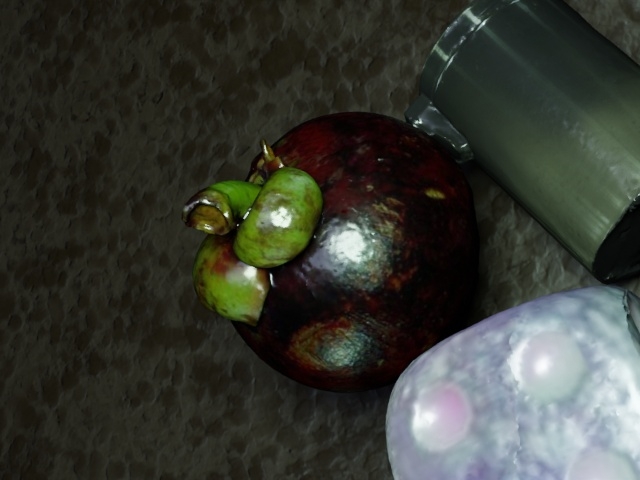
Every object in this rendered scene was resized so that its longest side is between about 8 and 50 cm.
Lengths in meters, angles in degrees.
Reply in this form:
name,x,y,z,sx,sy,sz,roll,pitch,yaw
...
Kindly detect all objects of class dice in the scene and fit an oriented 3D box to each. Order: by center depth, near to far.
name,x,y,z,sx,sy,sz,roll,pitch,yaw
dice,0.244,0.216,1.104,0.271,0.270,0.270,-29,65,22

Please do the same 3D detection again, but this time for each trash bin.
name,x,y,z,sx,sy,sz,roll,pitch,yaw
trash bin,0.273,-0.118,1.211,0.252,0.203,0.301,-38,61,-7

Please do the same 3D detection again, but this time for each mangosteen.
name,x,y,z,sx,sy,sz,roll,pitch,yaw
mangosteen,0.000,0.000,1.191,0.306,0.359,0.306,-45,34,43
